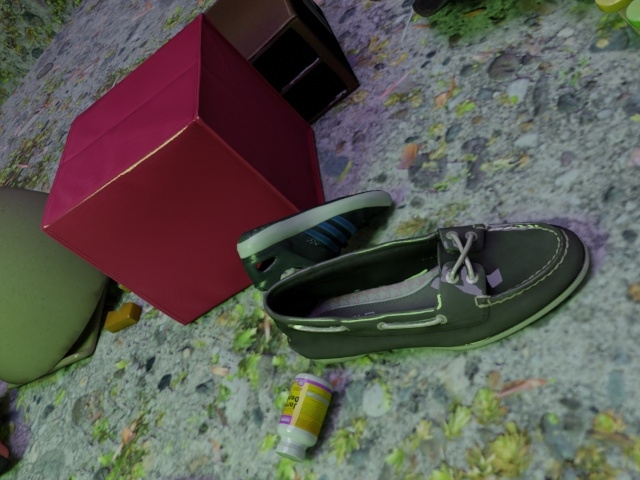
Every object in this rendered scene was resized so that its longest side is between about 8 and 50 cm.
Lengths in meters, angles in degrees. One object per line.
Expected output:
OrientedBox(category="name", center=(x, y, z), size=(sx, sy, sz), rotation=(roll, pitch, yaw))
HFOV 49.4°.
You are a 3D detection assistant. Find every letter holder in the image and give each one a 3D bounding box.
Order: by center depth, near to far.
OrientedBox(category="letter holder", center=(-0.094, -0.305, 1.150), size=(0.214, 0.152, 0.302), rotation=(-38, 37, 17))

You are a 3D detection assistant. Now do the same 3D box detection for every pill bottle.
OrientedBox(category="pill bottle", center=(-0.018, 0.183, 0.718), size=(0.043, 0.043, 0.083), rotation=(-6, 53, 42))

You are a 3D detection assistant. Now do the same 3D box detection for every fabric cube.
OrientedBox(category="fabric cube", center=(-0.173, -0.092, 0.947), size=(0.258, 0.254, 0.259), rotation=(-32, 39, 21))

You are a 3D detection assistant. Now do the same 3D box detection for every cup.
OrientedBox(category="cup", center=(-0.541, 0.041, 1.136), size=(0.330, 0.237, 0.331), rotation=(-21, 53, 30))

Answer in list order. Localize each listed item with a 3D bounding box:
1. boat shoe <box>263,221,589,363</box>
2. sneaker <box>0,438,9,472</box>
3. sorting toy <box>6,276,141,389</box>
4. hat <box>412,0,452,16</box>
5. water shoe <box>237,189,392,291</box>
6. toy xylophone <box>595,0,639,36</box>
OrientedBox(category="boat shoe", center=(0.086, 0.048, 0.689), size=(0.335, 0.095, 0.112), rotation=(-21, 45, 33))
OrientedBox(category="sneaker", center=(-0.580, 0.284, 1.138), size=(0.313, 0.116, 0.136), rotation=(3, 58, 47))
OrientedBox(category="sorting toy", center=(-0.412, 0.113, 1.182), size=(0.307, 0.041, 0.229), rotation=(-25, 43, 29))
OrientedBox(category="hat", center=(0.218, -0.456, 0.918), size=(0.331, 0.134, 0.331), rotation=(-40, 19, 16))
OrientedBox(category="water shoe", center=(0.000, 0.000, 0.822), size=(0.203, 0.080, 0.073), rotation=(-20, 5, -22))
OrientedBox(category="toy xylophone", center=(0.385, -0.293, 0.706), size=(0.236, 0.081, 0.323), rotation=(-38, 38, 13))
